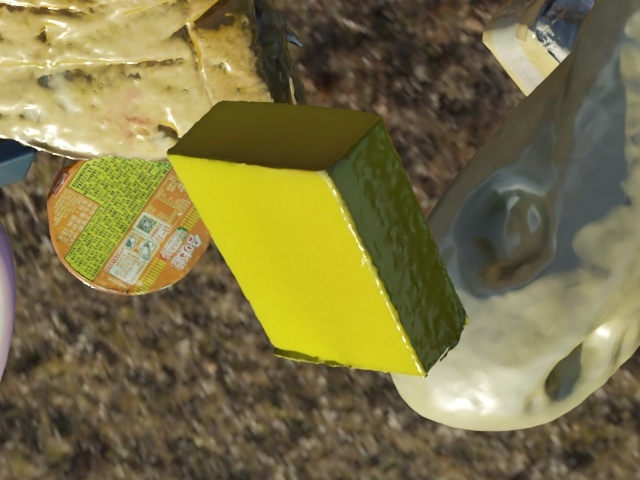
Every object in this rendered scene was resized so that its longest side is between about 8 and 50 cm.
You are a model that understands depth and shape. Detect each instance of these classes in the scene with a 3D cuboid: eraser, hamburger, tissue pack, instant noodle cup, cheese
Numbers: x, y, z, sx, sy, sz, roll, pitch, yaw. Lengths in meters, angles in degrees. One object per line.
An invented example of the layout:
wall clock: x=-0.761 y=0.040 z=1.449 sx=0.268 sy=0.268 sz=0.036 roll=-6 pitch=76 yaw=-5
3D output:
eraser: x=0.000 y=0.000 z=0.827 sx=0.045 sy=0.097 sz=0.122 roll=-50 pitch=131 yaw=-33
hamburger: x=-0.151 y=-0.183 z=1.466 sx=0.330 sy=0.162 sz=0.209 roll=9 pitch=124 yaw=-8
tissue pack: x=0.258 y=-0.168 z=1.860 sx=0.090 sy=0.222 sz=0.186 roll=-41 pitch=99 yaw=-1
instant noodle cup: x=-0.202 y=-0.058 z=1.919 sx=0.168 sy=0.185 sz=0.168 roll=-4 pitch=116 yaw=-9
cheese: x=0.206 y=-0.029 z=1.205 sx=0.351 sy=0.129 sz=0.328 roll=-56 pitch=158 yaw=12

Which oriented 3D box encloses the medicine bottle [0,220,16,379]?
medicine bottle: x=-0.223 y=-0.014 z=0.492 sx=0.133 sy=0.274 sz=0.133 roll=-49 pitch=156 yaw=-32

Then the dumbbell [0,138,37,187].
dumbbell: x=-0.381 y=-0.051 z=1.859 sx=0.160 sy=0.144 sz=0.325 roll=-23 pitch=160 yaw=-35
